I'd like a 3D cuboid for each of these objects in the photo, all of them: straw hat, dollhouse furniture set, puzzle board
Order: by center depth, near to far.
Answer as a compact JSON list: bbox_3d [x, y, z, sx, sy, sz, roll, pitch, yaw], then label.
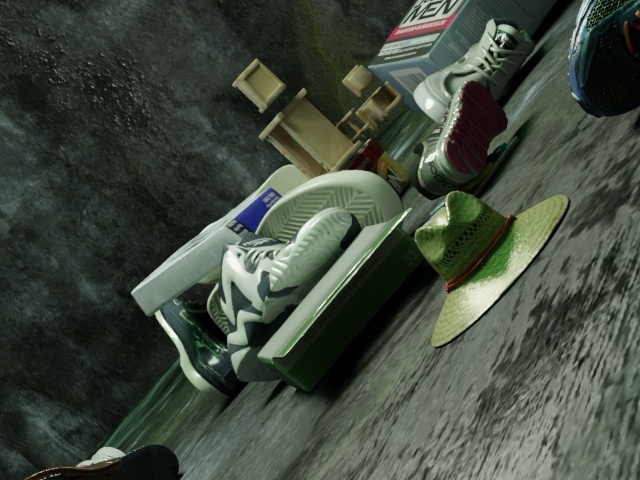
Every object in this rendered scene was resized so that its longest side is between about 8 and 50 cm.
[{"bbox_3d":[0.098,0.001,0.966,0.144,0.061,0.144,-48,4,4],"label":"straw hat"},{"bbox_3d":[0.136,-0.045,1.386,0.096,0.011,0.128,-50,4,-29],"label":"puzzle board"},{"bbox_3d":[-0.010,-0.193,1.959,0.161,0.182,0.101,-48,4,-23],"label":"dollhouse furniture set"}]

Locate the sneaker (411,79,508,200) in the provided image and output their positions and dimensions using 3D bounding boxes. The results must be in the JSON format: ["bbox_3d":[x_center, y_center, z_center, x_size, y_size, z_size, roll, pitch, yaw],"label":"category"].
[{"bbox_3d":[0.128,-0.094,1.382,0.075,0.063,0.170,-39,14,35],"label":"sneaker"}]

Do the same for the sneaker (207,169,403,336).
[{"bbox_3d":[0.000,0.000,1.660,0.148,0.131,0.350,-40,2,-42],"label":"sneaker"}]

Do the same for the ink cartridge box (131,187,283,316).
[{"bbox_3d":[-0.120,-0.004,1.879,0.224,0.045,0.223,-33,6,18],"label":"ink cartridge box"}]

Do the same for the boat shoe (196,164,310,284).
[{"bbox_3d":[-0.099,-0.017,2.074,0.227,0.079,0.081,-43,-9,-5],"label":"boat shoe"}]

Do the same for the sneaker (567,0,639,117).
[{"bbox_3d":[0.239,-0.167,0.914,0.221,0.083,0.087,-51,11,19],"label":"sneaker"}]

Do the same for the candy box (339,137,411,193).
[{"bbox_3d":[-0.022,0.017,1.996,0.316,0.087,0.183,-45,3,36],"label":"candy box"}]

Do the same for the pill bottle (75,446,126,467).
[{"bbox_3d":[-0.324,0.362,1.992,0.087,0.087,0.160,-45,5,44],"label":"pill bottle"}]

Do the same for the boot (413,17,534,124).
[{"bbox_3d":[0.192,-0.210,1.739,0.123,0.095,0.258,-55,0,21],"label":"boot"}]

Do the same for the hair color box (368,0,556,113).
[{"bbox_3d":[0.245,-0.357,2.008,0.374,0.113,0.185,-54,21,-13],"label":"hair color box"}]

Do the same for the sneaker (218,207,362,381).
[{"bbox_3d":[-0.045,0.020,1.508,0.094,0.153,0.235,-1,-45,-28],"label":"sneaker"}]

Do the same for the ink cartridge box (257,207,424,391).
[{"bbox_3d":[0.025,0.057,1.294,0.171,0.056,0.235,-49,5,-8],"label":"ink cartridge box"}]

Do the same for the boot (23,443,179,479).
[{"bbox_3d":[-0.272,0.302,1.698,0.219,0.082,0.106,-14,-12,-8],"label":"boot"}]

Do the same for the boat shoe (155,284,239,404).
[{"bbox_3d":[-0.157,0.122,1.918,0.079,0.095,0.254,-49,28,6],"label":"boat shoe"}]
